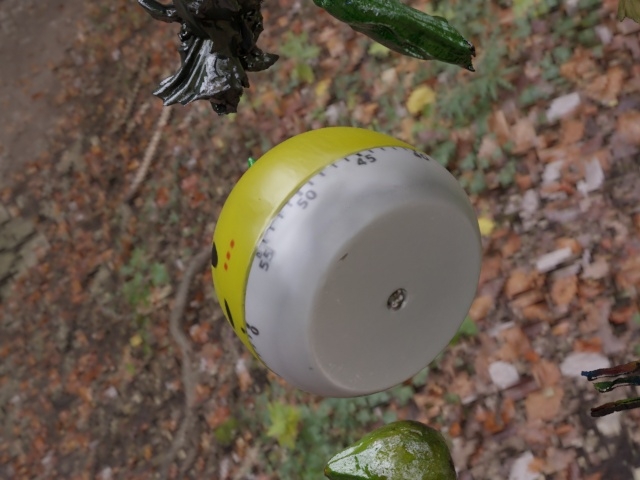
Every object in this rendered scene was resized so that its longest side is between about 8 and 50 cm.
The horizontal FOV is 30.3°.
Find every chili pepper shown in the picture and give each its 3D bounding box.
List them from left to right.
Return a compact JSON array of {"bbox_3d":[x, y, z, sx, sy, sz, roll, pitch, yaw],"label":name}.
[{"bbox_3d":[0.068,-0.235,1.236,0.061,0.224,0.098,-54,26,17],"label":"chili pepper"}]

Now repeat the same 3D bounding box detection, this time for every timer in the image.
[{"bbox_3d":[0.000,0.000,1.193,0.285,0.285,0.285,-19,25,10],"label":"timer"}]

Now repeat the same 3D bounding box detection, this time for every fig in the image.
[{"bbox_3d":[0.085,0.283,1.432,0.156,0.123,0.123,-10,24,-8],"label":"fig"}]

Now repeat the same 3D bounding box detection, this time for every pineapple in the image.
[{"bbox_3d":[-0.071,-0.205,0.870,0.119,0.237,0.111,-2,27,-27],"label":"pineapple"}]

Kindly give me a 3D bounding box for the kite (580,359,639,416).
[{"bbox_3d":[0.345,0.091,0.931,0.285,0.152,0.015,-17,54,16],"label":"kite"}]

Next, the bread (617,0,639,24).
[{"bbox_3d":[0.163,-0.231,0.496,0.130,0.268,0.152,-2,35,26],"label":"bread"}]
